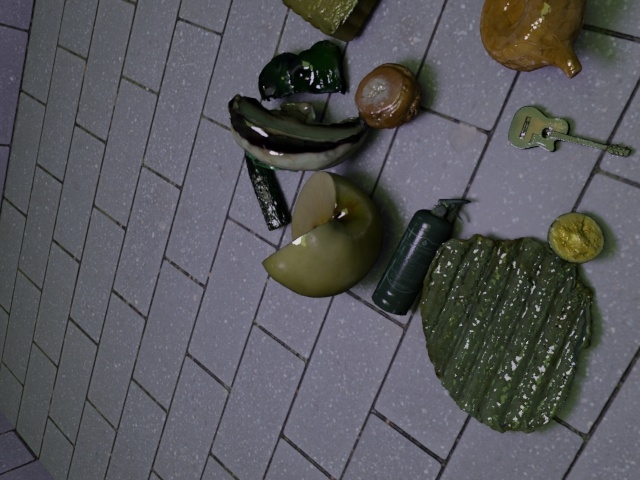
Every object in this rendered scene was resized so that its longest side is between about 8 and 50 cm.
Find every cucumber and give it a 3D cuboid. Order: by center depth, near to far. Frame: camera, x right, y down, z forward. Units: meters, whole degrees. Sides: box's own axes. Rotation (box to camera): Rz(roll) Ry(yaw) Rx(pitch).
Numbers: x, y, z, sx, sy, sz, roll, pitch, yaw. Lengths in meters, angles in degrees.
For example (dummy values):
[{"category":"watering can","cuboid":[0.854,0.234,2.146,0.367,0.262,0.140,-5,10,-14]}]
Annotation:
[{"category":"cucumber","cuboid":[-0.163,-0.169,1.513,0.067,0.067,0.294,-28,77,33]}]

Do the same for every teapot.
[{"category":"teapot","cuboid":[0.424,-0.438,1.032,0.203,0.167,0.311,131,137,-53]}]

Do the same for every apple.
[{"category":"apple","cuboid":[0.019,0.006,1.284,0.233,0.295,0.258,30,137,-9]}]

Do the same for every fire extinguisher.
[{"category":"fire extinguisher","cuboid":[0.230,0.029,1.235,0.114,0.095,0.311,26,110,7]}]

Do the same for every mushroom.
[{"category":"mushroom","cuboid":[-0.060,-0.262,1.314,0.247,0.344,0.130,-96,15,-54]}]

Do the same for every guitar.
[{"category":"guitar","cuboid":[0.494,-0.205,1.071,0.233,0.025,0.088,24,106,31]}]

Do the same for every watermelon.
[{"category":"watermelon","cuboid":[0.497,0.001,1.054,0.105,0.062,0.105,-2,69,6]}]

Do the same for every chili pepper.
[{"category":"chili pepper","cuboid":[-0.069,-0.435,1.393,0.264,0.116,0.148,-2,87,35]}]

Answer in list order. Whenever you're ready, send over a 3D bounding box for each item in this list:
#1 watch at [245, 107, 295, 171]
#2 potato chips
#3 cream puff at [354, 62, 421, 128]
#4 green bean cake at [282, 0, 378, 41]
[{"category":"watch","cuboid":[-0.108,-0.269,1.447,0.165,0.131,0.152,8,80,39]},{"category":"potato chips","cuboid":[0.378,0.194,1.157,0.358,0.070,0.429,23,107,30]},{"category":"cream puff","cuboid":[0.162,-0.328,1.240,0.165,0.115,0.150,35,106,38]},{"category":"green bean cake","cuboid":[0.042,-0.630,1.296,0.233,0.124,0.236,45,117,23]}]
